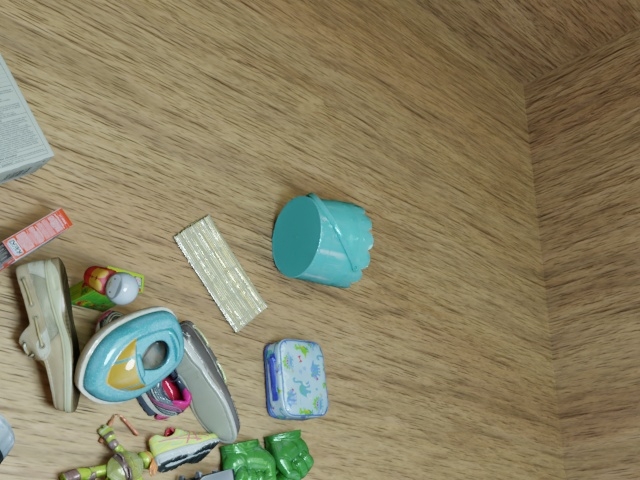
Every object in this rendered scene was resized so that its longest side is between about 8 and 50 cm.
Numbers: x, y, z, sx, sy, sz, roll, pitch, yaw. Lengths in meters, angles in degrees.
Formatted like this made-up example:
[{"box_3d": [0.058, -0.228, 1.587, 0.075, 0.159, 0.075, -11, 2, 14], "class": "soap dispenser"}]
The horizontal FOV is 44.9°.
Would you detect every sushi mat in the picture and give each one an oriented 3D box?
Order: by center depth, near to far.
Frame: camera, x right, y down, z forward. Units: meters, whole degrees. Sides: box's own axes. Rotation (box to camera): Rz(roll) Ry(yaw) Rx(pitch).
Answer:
[{"box_3d": [-0.271, 0.087, 2.126, 0.151, 0.019, 0.316, -41, 102, -46], "class": "sushi mat"}]

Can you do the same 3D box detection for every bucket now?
[{"box_3d": [0.000, 0.000, 2.262, 0.183, 0.281, 0.281, 11, 65, -38], "class": "bucket"}]

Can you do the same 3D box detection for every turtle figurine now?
[{"box_3d": [-0.437, 0.519, 1.687, 0.217, 0.087, 0.269, -20, 73, -44], "class": "turtle figurine"}]

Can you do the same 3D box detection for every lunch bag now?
[{"box_3d": [-0.071, 0.383, 2.140, 0.176, 0.090, 0.219, 11, 65, -43], "class": "lunch bag"}]

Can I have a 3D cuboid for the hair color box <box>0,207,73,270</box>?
[{"box_3d": [-0.647, -0.003, 1.733, 0.167, 0.093, 0.053, -41, 102, -46], "class": "hair color box"}]

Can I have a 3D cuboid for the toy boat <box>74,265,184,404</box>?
[{"box_3d": [-0.410, 0.200, 1.646, 0.267, 0.148, 0.318, -34, 125, -37], "class": "toy boat"}]

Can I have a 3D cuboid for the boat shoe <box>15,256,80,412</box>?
[{"box_3d": [-0.594, 0.211, 1.692, 0.110, 0.121, 0.341, -10, 77, -11], "class": "boat shoe"}]

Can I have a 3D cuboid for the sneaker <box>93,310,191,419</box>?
[{"box_3d": [-0.411, 0.284, 1.829, 0.299, 0.112, 0.121, 54, 44, -12], "class": "sneaker"}]

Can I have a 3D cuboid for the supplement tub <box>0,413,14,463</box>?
[{"box_3d": [-0.720, 0.436, 1.389, 0.193, 0.193, 0.316, 47, 45, -20], "class": "supplement tub"}]

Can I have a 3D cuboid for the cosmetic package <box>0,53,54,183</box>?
[{"box_3d": [-0.754, -0.287, 1.739, 0.160, 0.113, 0.309, -30, 93, -48], "class": "cosmetic package"}]

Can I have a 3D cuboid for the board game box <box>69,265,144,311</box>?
[{"box_3d": [-0.491, 0.113, 1.771, 0.092, 0.181, 0.043, 20, 59, -39], "class": "board game box"}]

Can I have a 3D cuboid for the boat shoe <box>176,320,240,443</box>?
[{"box_3d": [-0.283, 0.351, 1.928, 0.324, 0.116, 0.097, 61, 33, -10], "class": "boat shoe"}]

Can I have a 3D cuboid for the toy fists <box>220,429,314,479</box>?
[{"box_3d": [-0.131, 0.576, 1.991, 0.279, 0.096, 0.142, 1, 73, -46], "class": "toy fists"}]

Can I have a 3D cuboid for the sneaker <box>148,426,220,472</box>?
[{"box_3d": [-0.325, 0.481, 1.853, 0.094, 0.081, 0.208, 49, 21, 25], "class": "sneaker"}]

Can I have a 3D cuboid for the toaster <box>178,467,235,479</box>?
[{"box_3d": [-0.268, 0.626, 1.780, 0.110, 0.168, 0.185, 4, 68, -41], "class": "toaster"}]
